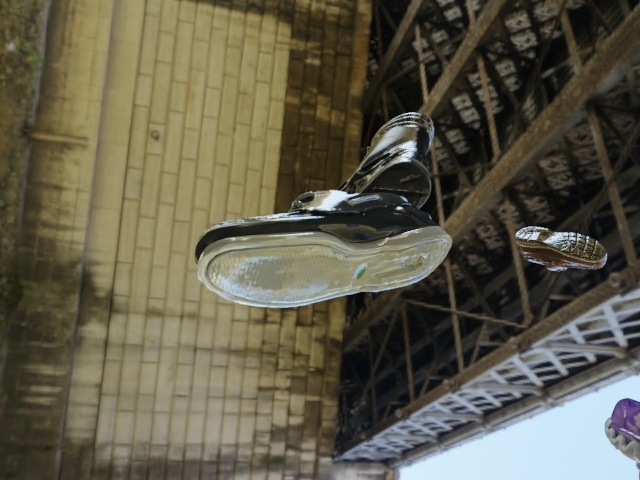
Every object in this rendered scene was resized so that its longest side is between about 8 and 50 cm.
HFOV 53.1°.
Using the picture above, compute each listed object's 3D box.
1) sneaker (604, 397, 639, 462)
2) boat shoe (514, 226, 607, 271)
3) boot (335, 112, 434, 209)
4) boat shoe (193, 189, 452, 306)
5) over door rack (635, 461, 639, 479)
[{"bbox_3d":[0.306,0.139,0.472,0.236,0.095,0.105,148,-41,-82],"label":"sneaker"},{"bbox_3d":[0.428,0.022,1.140,0.178,0.064,0.060,19,-46,53],"label":"boat shoe"},{"bbox_3d":[0.060,-0.062,0.857,0.236,0.085,0.179,-38,-162,34],"label":"boot"},{"bbox_3d":[0.000,0.000,0.519,0.079,0.233,0.084,59,-44,31],"label":"boat shoe"},{"bbox_3d":[0.595,0.375,0.934,0.108,0.324,0.239,52,-4,-9],"label":"over door rack"}]
